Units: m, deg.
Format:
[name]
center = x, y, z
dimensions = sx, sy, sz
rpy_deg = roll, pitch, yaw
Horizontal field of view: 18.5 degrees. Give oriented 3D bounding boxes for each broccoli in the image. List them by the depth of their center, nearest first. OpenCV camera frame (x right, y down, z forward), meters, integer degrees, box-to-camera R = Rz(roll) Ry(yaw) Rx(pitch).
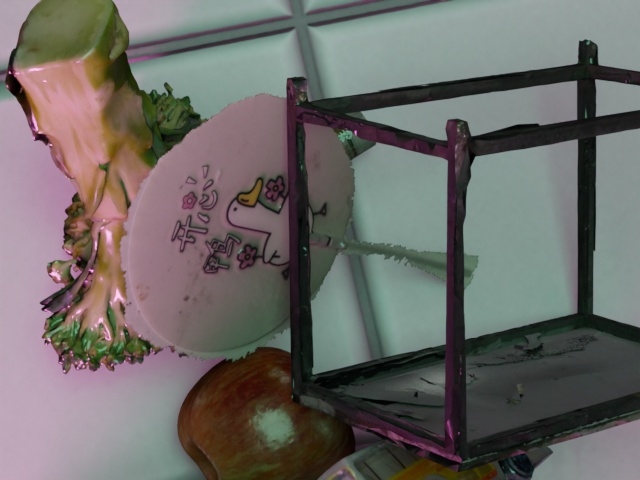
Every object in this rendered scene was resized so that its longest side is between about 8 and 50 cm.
[broccoli]
center = -0.149, -0.078, 1.609
dimensions = 0.221, 0.361, 0.252
rpy_deg = 29, 49, 28

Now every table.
[table]
center = 0.171, -0.004, 1.598
dimensions = 0.335, 0.222, 0.272
rpy_deg = -11, 108, -35

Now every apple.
[apple]
center = -0.049, 0.164, 1.686
dimensions = 0.131, 0.146, 0.146
rpy_deg = -33, 88, -8

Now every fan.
[fan]
center = 0.000, 0.000, 1.646
dimensions = 0.415, 0.012, 0.233
rpy_deg = 7, 108, -44

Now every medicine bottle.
[medicine bottle]
center = 0.004, -0.085, 1.772
dimensions = 0.083, 0.047, 0.047
rpy_deg = -30, 87, -11

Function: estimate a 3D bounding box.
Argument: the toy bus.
[toy bus]
center = 0.092, 0.204, 1.652
dimensions = 0.106, 0.268, 0.092
rpy_deg = 52, 123, 14
